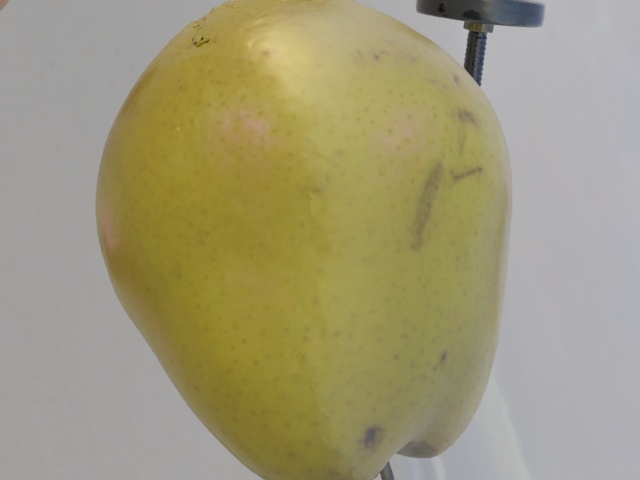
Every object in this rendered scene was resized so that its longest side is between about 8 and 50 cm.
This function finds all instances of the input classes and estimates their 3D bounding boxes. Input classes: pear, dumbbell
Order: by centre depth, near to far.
[{"bbox_3d":[-0.012,-0.002,0.681,0.285,0.285,0.336,63,38,-73],"label":"pear"},{"bbox_3d":[0.183,-0.326,1.082,0.143,0.143,0.325,-97,-167,-74],"label":"dumbbell"}]

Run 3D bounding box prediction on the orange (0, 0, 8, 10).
[{"bbox_3d":[-0.357,-0.268,0.954,0.117,0.136,0.135,-87,159,-81],"label":"orange"}]
